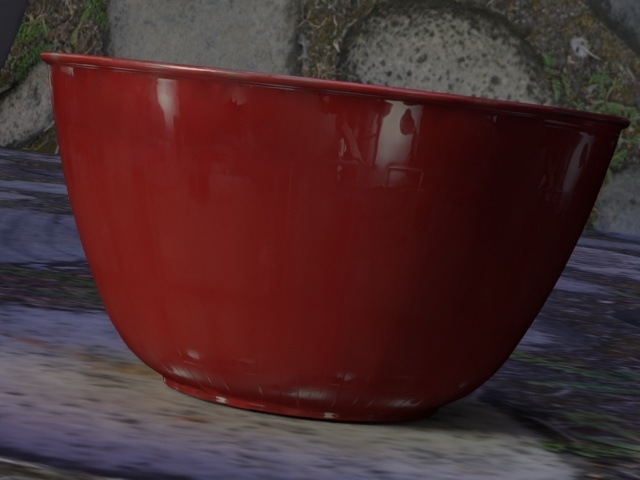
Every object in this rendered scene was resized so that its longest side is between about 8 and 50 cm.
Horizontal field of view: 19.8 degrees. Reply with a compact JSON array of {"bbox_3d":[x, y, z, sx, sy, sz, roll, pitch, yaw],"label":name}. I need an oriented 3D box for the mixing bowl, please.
[{"bbox_3d":[0.000,0.000,0.566,0.181,0.098,0.181,6,3,0],"label":"mixing bowl"}]

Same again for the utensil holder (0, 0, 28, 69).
[{"bbox_3d":[-0.313,-0.149,0.671,0.327,0.328,0.385,7,1,14],"label":"utensil holder"}]
